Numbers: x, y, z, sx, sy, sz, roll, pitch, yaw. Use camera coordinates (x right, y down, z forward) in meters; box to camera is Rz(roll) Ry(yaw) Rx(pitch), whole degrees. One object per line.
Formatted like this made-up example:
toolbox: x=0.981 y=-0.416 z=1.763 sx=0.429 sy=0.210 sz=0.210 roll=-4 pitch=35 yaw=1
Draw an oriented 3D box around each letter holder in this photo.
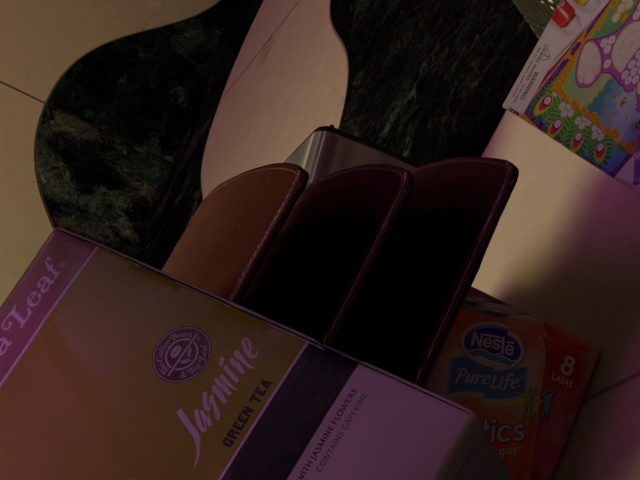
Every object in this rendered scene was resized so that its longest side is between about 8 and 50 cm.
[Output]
letter holder: x=0.000 y=0.000 z=1.116 sx=0.214 sy=0.152 sz=0.302 roll=-63 pitch=14 yaw=-9

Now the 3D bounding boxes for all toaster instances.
toaster: x=0.038 y=-0.033 z=1.566 sx=0.185 sy=0.168 sz=0.110 roll=-39 pitch=32 yaw=61

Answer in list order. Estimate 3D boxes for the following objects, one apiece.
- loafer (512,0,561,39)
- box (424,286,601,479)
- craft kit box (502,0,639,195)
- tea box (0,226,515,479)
loafer: x=0.256 y=-0.220 z=1.297 sx=0.087 sy=0.094 sz=0.251 roll=-42 pitch=21 yaw=-10
box: x=0.082 y=0.123 z=1.194 sx=0.154 sy=0.142 sz=0.300 roll=-67 pitch=15 yaw=-9
craft kit box: x=0.268 y=-0.151 z=1.020 sx=0.246 sy=0.061 sz=0.250 roll=42 pitch=108 yaw=51
tea box: x=-0.093 y=0.220 z=0.883 sx=0.329 sy=0.323 sz=0.220 roll=-58 pitch=-30 yaw=-16
